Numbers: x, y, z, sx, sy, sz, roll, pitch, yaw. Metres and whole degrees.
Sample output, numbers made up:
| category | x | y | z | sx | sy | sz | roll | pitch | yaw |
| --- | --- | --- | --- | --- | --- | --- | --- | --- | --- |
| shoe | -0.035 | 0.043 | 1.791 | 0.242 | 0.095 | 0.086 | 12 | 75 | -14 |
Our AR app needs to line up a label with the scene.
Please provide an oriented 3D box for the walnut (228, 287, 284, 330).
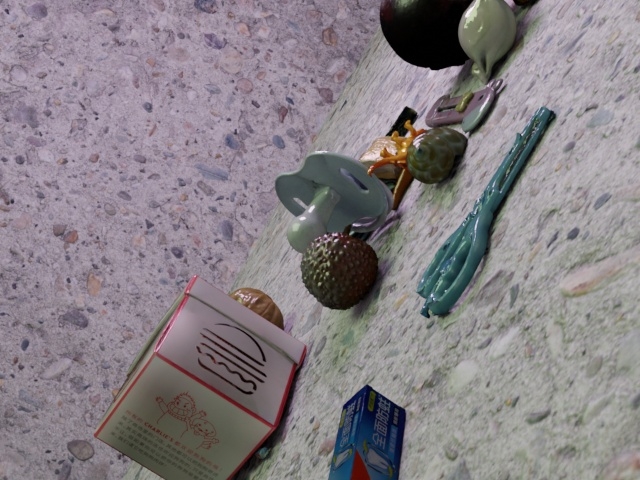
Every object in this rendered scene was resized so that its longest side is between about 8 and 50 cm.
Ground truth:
| category | x | y | z | sx | sy | sz | roll | pitch | yaw |
| --- | --- | --- | --- | --- | --- | --- | --- | --- | --- |
| walnut | -0.200 | 0.232 | 2.260 | 0.213 | 0.213 | 0.213 | -55 | 11 | 16 |

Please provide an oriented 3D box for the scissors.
| category | x | y | z | sx | sy | sz | roll | pitch | yaw |
| --- | --- | --- | --- | --- | --- | --- | --- | --- | --- |
| scissors | 0.262 | -0.049 | 1.366 | 0.393 | 0.032 | 0.180 | -58 | 11 | -4 |

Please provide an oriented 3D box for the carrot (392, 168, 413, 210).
| category | x | y | z | sx | sy | sz | roll | pitch | yaw |
| --- | --- | --- | --- | --- | --- | --- | --- | --- | --- |
| carrot | 0.188 | -0.131 | 1.957 | 0.142 | 0.035 | 0.035 | -66 | 12 | -12 |

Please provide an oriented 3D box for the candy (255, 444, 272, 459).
| category | x | y | z | sx | sy | sz | roll | pitch | yaw |
| --- | --- | --- | --- | --- | --- | --- | --- | --- | --- |
| candy | -0.117 | 0.432 | 1.756 | 0.030 | 0.020 | 0.083 | -45 | 4 | -18 |

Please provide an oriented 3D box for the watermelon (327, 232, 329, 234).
| category | x | y | z | sx | sy | sz | roll | pitch | yaw |
| --- | --- | --- | --- | --- | --- | --- | --- | --- | --- |
| watermelon | 0.000 | 0.000 | 2.326 | 0.078 | 0.078 | 0.110 | -47 | 15 | 46 |

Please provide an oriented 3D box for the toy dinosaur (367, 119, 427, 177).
| category | x | y | z | sx | sy | sz | roll | pitch | yaw |
| --- | --- | --- | --- | --- | --- | --- | --- | --- | --- |
| toy dinosaur | 0.195 | -0.181 | 1.843 | 0.288 | 0.117 | 0.070 | -46 | -17 | -54 |

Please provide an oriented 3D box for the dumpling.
| category | x | y | z | sx | sy | sz | roll | pitch | yaw |
| --- | --- | --- | --- | --- | --- | --- | --- | --- | --- |
| dumpling | 0.360 | -0.450 | 1.857 | 0.151 | 0.124 | 0.229 | -36 | -45 | -82 |

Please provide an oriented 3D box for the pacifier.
| category | x | y | z | sx | sy | sz | roll | pitch | yaw |
| --- | --- | --- | --- | --- | --- | --- | --- | --- | --- |
| pacifier | 0.010 | -0.060 | 1.877 | 0.299 | 0.244 | 0.233 | -28 | 24 | 54 |

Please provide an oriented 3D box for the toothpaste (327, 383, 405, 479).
| category | x | y | z | sx | sy | sz | roll | pitch | yaw |
| --- | --- | --- | --- | --- | --- | --- | --- | --- | --- |
| toothpaste | 0.051 | 0.329 | 1.114 | 0.066 | 0.076 | 0.320 | -48 | 15 | 32 |

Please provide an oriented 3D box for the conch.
| category | x | y | z | sx | sy | sz | roll | pitch | yaw |
| --- | --- | --- | --- | --- | --- | --- | --- | --- | --- |
| conch | 0.225 | -0.176 | 1.730 | 0.116 | 0.106 | 0.173 | -13 | 28 | 49 |

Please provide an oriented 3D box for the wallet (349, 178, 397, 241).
| category | x | y | z | sx | sy | sz | roll | pitch | yaw |
| --- | --- | --- | --- | --- | --- | --- | --- | --- | --- |
| wallet | 0.105 | -0.107 | 2.168 | 0.237 | 0.075 | 0.342 | -51 | 12 | 19 |

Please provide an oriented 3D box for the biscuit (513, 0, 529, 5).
| category | x | y | z | sx | sy | sz | roll | pitch | yaw |
| --- | --- | --- | --- | --- | --- | --- | --- | --- | --- |
| biscuit | 0.498 | -0.611 | 1.897 | 0.212 | 0.036 | 0.212 | -54 | 10 | 14 |

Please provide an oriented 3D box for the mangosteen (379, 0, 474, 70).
| category | x | y | z | sx | sy | sz | roll | pitch | yaw |
| --- | --- | --- | --- | --- | --- | --- | --- | --- | --- |
| mangosteen | 0.273 | -0.557 | 2.018 | 0.297 | 0.313 | 0.297 | -23 | 29 | 14 |

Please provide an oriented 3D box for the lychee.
| category | x | y | z | sx | sy | sz | roll | pitch | yaw |
| --- | --- | --- | --- | --- | --- | --- | --- | --- | --- |
| lychee | 0.039 | 0.048 | 1.759 | 0.165 | 0.165 | 0.197 | 142 | 137 | -62 |

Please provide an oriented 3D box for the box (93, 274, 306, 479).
| category | x | y | z | sx | sy | sz | roll | pitch | yaw |
| --- | --- | --- | --- | --- | --- | --- | --- | --- | --- |
| box | -0.260 | 0.327 | 1.884 | 0.312 | 0.314 | 0.300 | -52 | 9 | 29 |

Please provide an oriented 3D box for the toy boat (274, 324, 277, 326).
| category | x | y | z | sx | sy | sz | roll | pitch | yaw |
| --- | --- | --- | --- | --- | --- | --- | --- | --- | --- |
| toy boat | -0.195 | 0.317 | 2.130 | 0.318 | 0.141 | 0.099 | -51 | -5 | 17 |

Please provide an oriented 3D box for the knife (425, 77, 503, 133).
| category | x | y | z | sx | sy | sz | roll | pitch | yaw |
| --- | --- | --- | --- | --- | --- | --- | --- | --- | --- |
| knife | 0.298 | -0.291 | 1.888 | 0.132 | 0.038 | 0.398 | -55 | 10 | -1 |

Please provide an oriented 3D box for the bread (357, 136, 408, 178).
| category | x | y | z | sx | sy | sz | roll | pitch | yaw |
| --- | --- | --- | --- | --- | --- | --- | --- | --- | --- |
| bread | 0.159 | -0.191 | 2.021 | 0.106 | 0.082 | 0.125 | -2 | 34 | 36 |

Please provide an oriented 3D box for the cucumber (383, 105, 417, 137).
| category | x | y | z | sx | sy | sz | roll | pitch | yaw |
| --- | --- | --- | --- | --- | --- | --- | --- | --- | --- |
| cucumber | 0.177 | -0.250 | 2.324 | 0.256 | 0.043 | 0.044 | -56 | 5 | 13 |
